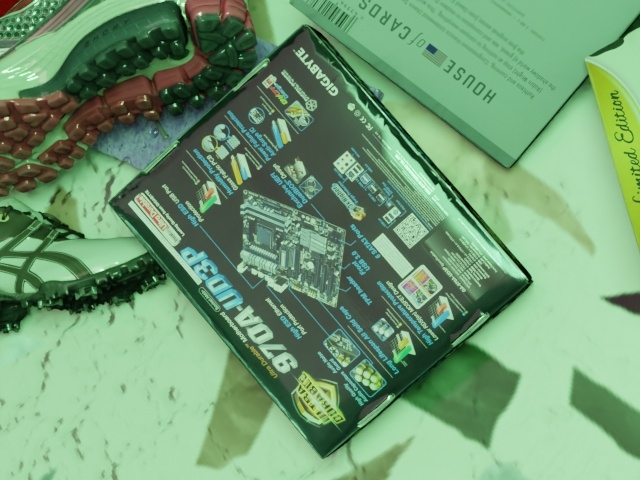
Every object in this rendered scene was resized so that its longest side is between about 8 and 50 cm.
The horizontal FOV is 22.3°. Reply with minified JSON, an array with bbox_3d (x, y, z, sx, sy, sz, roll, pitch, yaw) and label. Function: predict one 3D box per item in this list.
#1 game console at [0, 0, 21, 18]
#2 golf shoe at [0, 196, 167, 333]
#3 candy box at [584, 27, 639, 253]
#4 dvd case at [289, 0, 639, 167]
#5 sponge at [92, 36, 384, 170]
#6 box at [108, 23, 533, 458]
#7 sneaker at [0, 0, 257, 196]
[{"bbox_3d":[-0.199,-0.203,1.191,0.144,0.085,0.124,33,125,22],"label":"game console"},{"bbox_3d":[-0.193,0.008,1.124,0.198,0.077,0.094,-13,77,17],"label":"golf shoe"},{"bbox_3d":[0.278,-0.084,0.915,0.233,0.071,0.159,-29,51,27],"label":"candy box"},{"bbox_3d":[0.118,-0.185,0.990,0.179,0.029,0.239,37,115,-3],"label":"dvd case"},{"bbox_3d":[-0.072,-0.089,1.117,0.210,0.031,0.117,25,92,21],"label":"sponge"},{"bbox_3d":[0.000,0.000,1.040,0.175,0.051,0.220,-42,84,9],"label":"box"},{"bbox_3d":[-0.181,-0.118,1.091,0.299,0.121,0.112,-20,60,15],"label":"sneaker"}]
